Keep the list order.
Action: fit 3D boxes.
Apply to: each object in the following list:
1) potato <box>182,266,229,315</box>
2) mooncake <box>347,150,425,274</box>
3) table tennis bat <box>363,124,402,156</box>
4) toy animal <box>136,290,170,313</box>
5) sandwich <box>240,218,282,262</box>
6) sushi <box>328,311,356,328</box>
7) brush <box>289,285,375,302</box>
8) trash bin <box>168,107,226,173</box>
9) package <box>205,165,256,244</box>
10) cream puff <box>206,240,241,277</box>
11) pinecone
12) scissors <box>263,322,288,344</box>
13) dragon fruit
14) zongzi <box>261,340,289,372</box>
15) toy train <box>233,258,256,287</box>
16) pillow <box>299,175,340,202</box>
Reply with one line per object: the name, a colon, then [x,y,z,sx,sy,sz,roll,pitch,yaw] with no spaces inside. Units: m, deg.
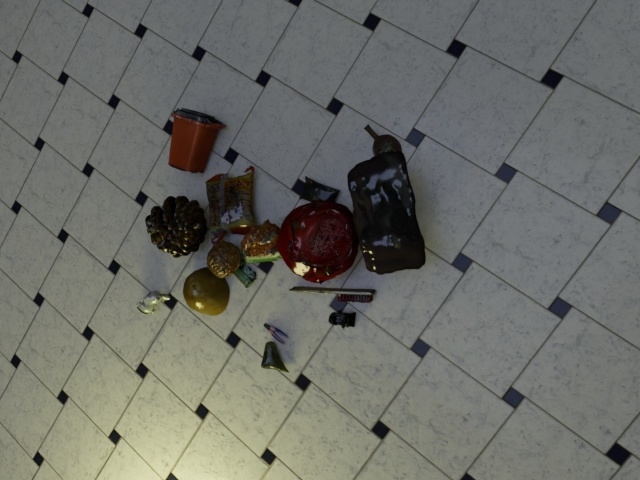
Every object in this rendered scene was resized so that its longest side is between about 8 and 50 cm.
potato: [-0.475,0.201,1.962,0.178,0.158,0.203,-15,79,18]
mooncake: [0.215,-0.073,1.609,0.212,0.350,0.381,-13,62,14]
table tennis bat: [0.206,-0.341,1.807,0.107,0.119,0.170,-45,98,-12]
toy animal: [-0.709,0.252,2.084,0.085,0.071,0.124,46,103,16]
sandwich: [-0.230,0.013,1.875,0.185,0.160,0.109,-16,64,10]
sushi: [0.076,0.285,1.794,0.083,0.085,0.056,8,90,21]
brush: [0.042,0.198,1.823,0.321,0.060,0.050,1,100,20]
trash bin: [-0.505,-0.396,1.994,0.185,0.161,0.238,19,103,20]
package: [-0.349,-0.140,1.949,0.223,0.108,0.288,-11,84,16]
cream puff: [-0.379,0.074,1.915,0.126,0.103,0.143,17,98,23]
pinecone: [-0.572,-0.050,1.970,0.257,0.244,0.243,-26,78,48]
scissors: [-0.176,0.358,1.920,0.113,0.012,0.039,33,99,18]
dragon fruit: [0.000,0.000,1.721,0.296,0.302,0.295,-1,85,13]
zongzi: [-0.164,0.446,1.898,0.113,0.052,0.104,11,86,7]
toy train: [-0.316,0.118,1.964,0.148,0.038,0.071,44,102,17]
pillow: [-0.005,-0.172,1.855,0.150,0.048,0.090,25,94,16]
